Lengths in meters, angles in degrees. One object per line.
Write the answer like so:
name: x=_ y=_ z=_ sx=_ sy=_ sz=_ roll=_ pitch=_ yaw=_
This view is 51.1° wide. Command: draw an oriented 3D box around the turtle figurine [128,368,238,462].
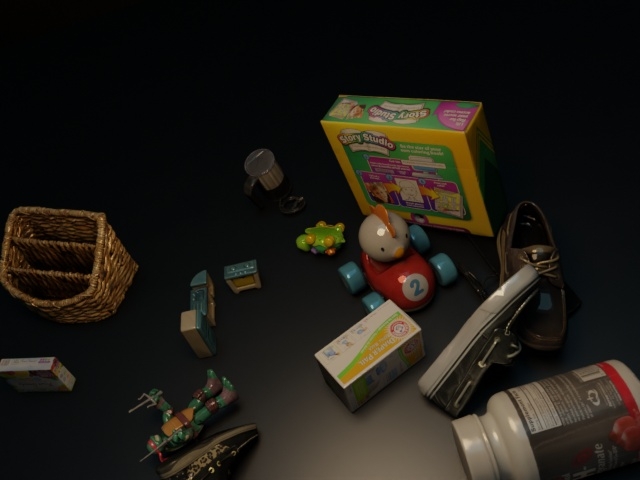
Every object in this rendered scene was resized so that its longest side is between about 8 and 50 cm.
turtle figurine: x=-0.290 y=0.367 z=1.381 sx=0.234 sy=0.118 sz=0.175 roll=-36 pitch=42 yaw=-28

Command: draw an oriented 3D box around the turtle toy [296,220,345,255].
turtle toy: x=0.000 y=0.000 z=1.642 sx=0.130 sy=0.066 sz=0.095 roll=6 pitch=30 yaw=23

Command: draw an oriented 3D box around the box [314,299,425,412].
box: x=0.106 y=0.237 z=1.385 sx=0.203 sy=0.114 sz=0.103 roll=-34 pitch=51 yaw=-15

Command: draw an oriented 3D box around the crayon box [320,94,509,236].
crayon box: x=0.217 y=-0.172 z=1.525 sx=0.363 sy=0.313 sz=0.106 roll=12 pitch=54 yaw=36

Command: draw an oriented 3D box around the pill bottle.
pill bottle: x=0.402 y=0.336 z=1.178 sx=0.319 sy=0.176 sz=0.176 roll=-17 pitch=49 yaw=2

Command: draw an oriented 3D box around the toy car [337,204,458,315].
toy car: x=0.156 y=0.024 z=1.466 sx=0.219 sy=0.238 sz=0.210 roll=-30 pitch=50 yaw=-9

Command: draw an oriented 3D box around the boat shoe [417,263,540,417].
boat shoe: x=0.333 y=0.200 z=1.305 sx=0.119 sy=0.121 sz=0.335 roll=40 pitch=106 yaw=19

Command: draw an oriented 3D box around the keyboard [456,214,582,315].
keyboard: x=0.411 y=0.074 z=1.494 sx=0.202 sy=0.033 sz=0.317 roll=-19 pitch=47 yaw=-10

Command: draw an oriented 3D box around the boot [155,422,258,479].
boot: x=-0.190 y=0.467 z=1.288 sx=0.085 sy=0.236 sz=0.178 roll=-29 pitch=80 yaw=39

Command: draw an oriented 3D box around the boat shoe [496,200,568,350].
boat shoe: x=0.434 y=0.061 z=1.392 sx=0.133 sy=0.130 sz=0.355 roll=-5 pitch=47 yaw=4

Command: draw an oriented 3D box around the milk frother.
milk frother: x=-0.115 y=-0.149 z=1.751 sx=0.143 sy=0.134 sz=0.129 roll=7 pitch=67 yaw=23

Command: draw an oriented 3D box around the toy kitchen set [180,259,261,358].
toy kitchen set: x=-0.223 y=0.140 z=1.549 sx=0.166 sy=0.122 sz=0.207 roll=-13 pitch=49 yaw=5

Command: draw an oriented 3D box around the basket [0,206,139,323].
basket: x=-0.652 y=0.065 z=1.665 sx=0.300 sy=0.223 sz=0.213 roll=6 pitch=53 yaw=19

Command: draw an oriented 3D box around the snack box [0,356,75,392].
snack box: x=-0.653 y=0.310 z=1.540 sx=0.141 sy=0.100 sz=0.037 roll=-4 pitch=49 yaw=13
